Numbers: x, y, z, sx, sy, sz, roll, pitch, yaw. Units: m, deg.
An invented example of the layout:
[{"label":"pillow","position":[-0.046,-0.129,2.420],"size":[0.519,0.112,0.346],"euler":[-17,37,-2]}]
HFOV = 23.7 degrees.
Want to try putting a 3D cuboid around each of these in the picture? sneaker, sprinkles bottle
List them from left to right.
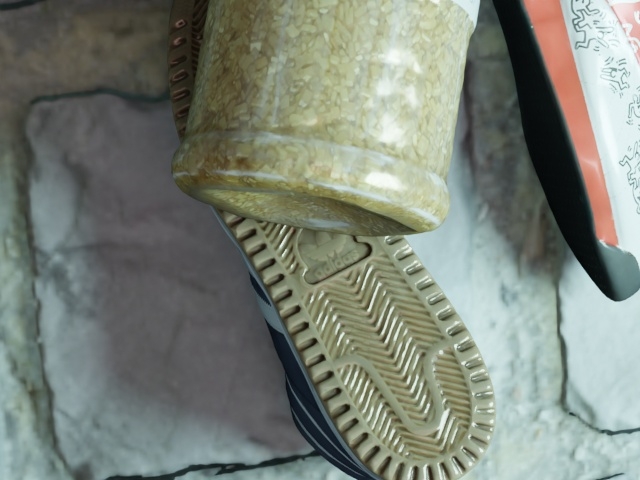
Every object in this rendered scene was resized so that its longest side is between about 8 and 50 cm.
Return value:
[{"label":"sneaker","position":[0.000,0.000,0.776],"size":[0.099,0.153,0.282],"euler":[-22,76,-5]},{"label":"sprinkles bottle","position":[0.024,-0.184,0.663],"size":[0.121,0.121,0.355],"euler":[12,82,-15]},{"label":"sneaker","position":[0.170,-0.110,0.782],"size":[0.145,0.090,0.270],"euler":[-21,104,-5]}]
